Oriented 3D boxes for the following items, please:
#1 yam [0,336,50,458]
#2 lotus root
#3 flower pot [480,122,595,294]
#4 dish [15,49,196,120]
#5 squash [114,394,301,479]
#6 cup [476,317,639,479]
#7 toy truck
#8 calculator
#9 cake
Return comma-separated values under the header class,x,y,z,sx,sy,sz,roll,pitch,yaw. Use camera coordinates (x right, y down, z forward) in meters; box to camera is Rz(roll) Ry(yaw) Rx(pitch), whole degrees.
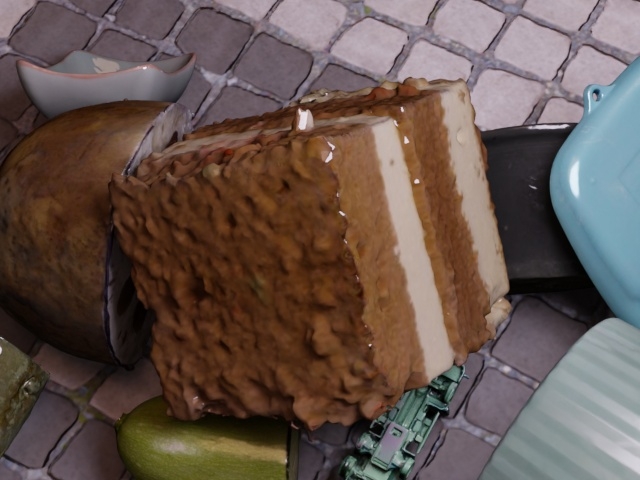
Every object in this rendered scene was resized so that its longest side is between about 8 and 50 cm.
class,x,y,z,sx,sy,sz,roll,pitch,yaw
yam,-0.384,0.192,1.420,0.161,0.161,0.268,22,62,13
lotus root,-0.231,-0.020,1.479,0.192,0.272,0.272,14,62,20
flower pot,0.224,-0.023,1.514,0.235,0.235,0.148,-3,82,-1
dish,-0.226,-0.161,1.604,0.151,0.212,0.077,2,101,8
squash,-0.108,0.199,1.429,0.187,0.123,0.123,8,62,5
cup,0.374,0.244,1.291,0.392,0.310,0.401,34,74,21
toy truck,0.082,0.189,1.469,0.067,0.081,0.175,27,84,15
calculator,0.373,-0.005,1.448,0.386,0.054,0.256,48,67,-16
cake,0.000,0.000,1.371,0.256,0.282,0.290,-4,19,32
